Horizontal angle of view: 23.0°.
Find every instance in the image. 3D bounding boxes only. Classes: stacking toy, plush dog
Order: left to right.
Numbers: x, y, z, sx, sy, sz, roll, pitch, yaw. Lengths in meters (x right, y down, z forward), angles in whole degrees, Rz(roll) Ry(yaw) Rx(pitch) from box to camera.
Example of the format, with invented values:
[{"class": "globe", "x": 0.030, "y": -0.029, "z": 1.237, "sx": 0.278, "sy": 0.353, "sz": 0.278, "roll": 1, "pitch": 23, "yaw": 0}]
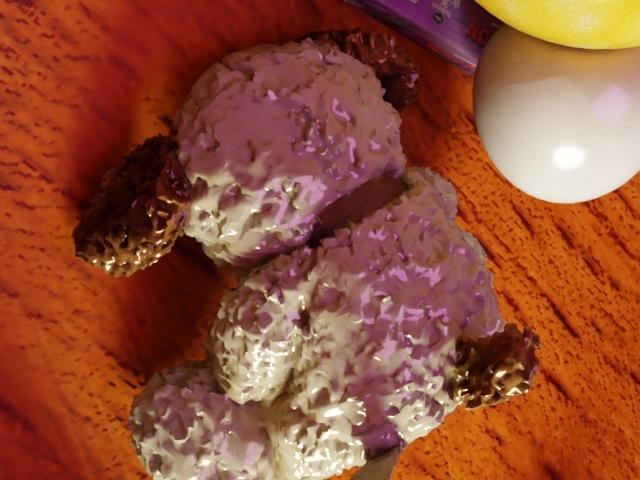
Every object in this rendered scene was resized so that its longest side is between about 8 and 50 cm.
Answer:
[{"class": "plush dog", "x": 0.000, "y": 0.000, "z": 0.866, "sx": 0.262, "sy": 0.210, "sz": 0.225, "roll": -35, "pitch": 97, "yaw": -30}, {"class": "stacking toy", "x": 0.157, "y": -0.227, "z": 0.828, "sx": 0.351, "sy": 0.350, "sz": 0.480, "roll": -29, "pitch": 138, "yaw": -31}]

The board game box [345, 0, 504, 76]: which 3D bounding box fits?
[{"class": "board game box", "x": 0.069, "y": -0.231, "z": 0.929, "sx": 0.347, "sy": 0.056, "sz": 0.208, "roll": 24, "pitch": 83, "yaw": -42}]
